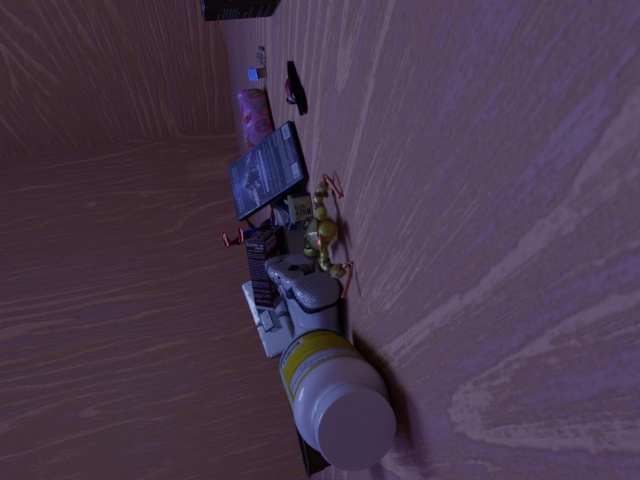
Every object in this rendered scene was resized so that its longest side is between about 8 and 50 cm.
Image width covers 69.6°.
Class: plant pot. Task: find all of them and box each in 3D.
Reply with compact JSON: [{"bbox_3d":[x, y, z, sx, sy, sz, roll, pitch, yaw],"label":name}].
[{"bbox_3d":[0.030,0.465,1.120,0.167,0.165,0.167,169,90,-79],"label":"plant pot"}]

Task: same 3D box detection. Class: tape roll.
[{"bbox_3d":[-0.091,0.074,1.597,0.392,0.071,0.393,170,90,-79],"label":"tape roll"}]

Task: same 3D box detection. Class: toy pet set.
[{"bbox_3d":[-0.237,-0.644,1.677,0.122,0.065,0.114,-123,25,-64],"label":"toy pet set"}]

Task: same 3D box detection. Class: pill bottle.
[{"bbox_3d":[0.027,0.308,0.933,0.334,0.187,0.188,-158,59,-77],"label":"pill bottle"}]

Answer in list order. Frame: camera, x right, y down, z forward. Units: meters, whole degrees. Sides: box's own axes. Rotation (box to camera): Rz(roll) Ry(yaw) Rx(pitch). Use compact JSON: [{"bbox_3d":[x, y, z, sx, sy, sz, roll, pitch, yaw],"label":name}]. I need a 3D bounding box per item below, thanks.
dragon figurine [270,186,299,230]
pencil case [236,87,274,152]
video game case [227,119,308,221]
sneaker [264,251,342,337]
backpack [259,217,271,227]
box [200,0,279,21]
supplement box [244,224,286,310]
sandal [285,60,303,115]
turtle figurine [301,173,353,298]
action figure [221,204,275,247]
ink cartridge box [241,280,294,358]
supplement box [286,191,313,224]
[{"bbox_3d":[-0.111,-0.170,1.432,0.085,0.143,0.290,122,156,-76],"label":"dragon figurine"},{"bbox_3d":[-0.238,-0.434,1.754,0.124,0.124,0.285,126,132,-75],"label":"pencil case"},{"bbox_3d":[-0.164,-0.201,1.363,0.274,0.026,0.196,-29,65,32],"label":"video game case"},{"bbox_3d":[-0.052,0.169,1.257,0.365,0.137,0.211,-149,49,-62],"label":"sneaker"},{"bbox_3d":[-0.205,0.009,1.991,0.152,0.115,0.182,115,140,-67],"label":"backpack"},{"bbox_3d":[-0.229,-0.702,1.239,0.167,0.203,0.169,-134,36,-71],"label":"box"},{"bbox_3d":[-0.162,0.084,1.450,0.130,0.073,0.240,-49,-42,-56],"label":"supplement box"},{"bbox_3d":[-0.074,-0.384,1.173,0.067,0.040,0.179,99,158,-58],"label":"sandal"},{"bbox_3d":[0.000,0.000,1.039,0.217,0.087,0.270,149,110,-78],"label":"turtle figurine"},{"bbox_3d":[-0.220,-0.061,1.504,0.280,0.091,0.139,-10,-92,-69],"label":"action figure"},{"bbox_3d":[-0.159,0.285,1.739,0.289,0.121,0.211,67,-170,17],"label":"ink cartridge box"},{"bbox_3d":[-0.060,-0.094,1.324,0.083,0.056,0.084,-146,46,-74],"label":"supplement box"}]
